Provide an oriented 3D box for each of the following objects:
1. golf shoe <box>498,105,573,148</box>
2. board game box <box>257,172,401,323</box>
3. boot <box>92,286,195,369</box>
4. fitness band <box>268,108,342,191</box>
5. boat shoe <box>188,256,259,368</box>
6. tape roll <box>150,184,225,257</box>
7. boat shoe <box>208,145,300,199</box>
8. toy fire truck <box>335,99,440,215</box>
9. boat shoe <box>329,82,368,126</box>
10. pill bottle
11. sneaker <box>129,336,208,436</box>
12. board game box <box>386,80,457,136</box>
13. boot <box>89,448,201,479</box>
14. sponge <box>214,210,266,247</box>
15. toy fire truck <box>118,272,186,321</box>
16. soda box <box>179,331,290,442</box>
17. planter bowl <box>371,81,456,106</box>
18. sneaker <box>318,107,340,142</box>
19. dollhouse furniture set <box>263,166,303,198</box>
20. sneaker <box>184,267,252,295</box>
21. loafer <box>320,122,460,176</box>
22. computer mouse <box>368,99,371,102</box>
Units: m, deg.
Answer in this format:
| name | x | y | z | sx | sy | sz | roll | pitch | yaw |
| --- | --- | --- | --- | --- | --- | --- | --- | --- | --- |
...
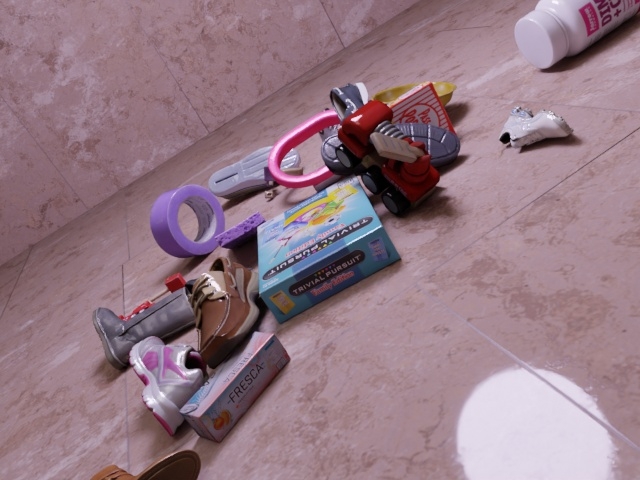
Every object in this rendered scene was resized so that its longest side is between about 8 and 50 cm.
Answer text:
| name | x | y | z | sx | sy | sz | roll | pitch | yaw |
| --- | --- | --- | --- | --- | --- | --- | --- | --- | --- |
| golf shoe | 0.416 | -0.208 | 1.243 | 0.086 | 0.069 | 0.176 | -53 | 20 | 1 |
| board game box | 0.000 | 0.000 | 1.288 | 0.254 | 0.079 | 0.336 | -29 | 22 | 6 |
| boot | -0.381 | 0.164 | 1.394 | 0.208 | 0.076 | 0.189 | -39 | 54 | -1 |
| fitness band | -0.003 | -0.243 | 1.708 | 0.291 | 0.054 | 0.209 | -34 | 54 | -8 |
| boat shoe | -0.187 | 0.119 | 1.164 | 0.122 | 0.120 | 0.324 | -49 | 11 | 11 |
| tape roll | -0.351 | -0.050 | 1.699 | 0.080 | 0.189 | 0.189 | -11 | 30 | 40 |
| boat shoe | -0.196 | -0.206 | 1.952 | 0.302 | 0.109 | 0.094 | -16 | -17 | 15 |
| toy fire truck | 0.123 | -0.181 | 1.222 | 0.158 | 0.217 | 0.246 | -38 | -18 | -16 |
| boat shoe | 0.094 | -0.299 | 1.627 | 0.091 | 0.114 | 0.302 | -9 | 39 | -7 |
| pill bottle | 0.622 | -0.545 | 1.535 | 0.283 | 0.160 | 0.160 | -35 | 22 | -7 |
| sneaker | -0.252 | 0.232 | 1.112 | 0.111 | 0.103 | 0.252 | -34 | 30 | -12 |
| board game box | 0.201 | -0.257 | 1.485 | 0.194 | 0.146 | 0.045 | -33 | 21 | -2 |
| boot | -0.273 | 0.351 | 0.910 | 0.197 | 0.073 | 0.152 | -37 | 18 | -21 |
| sponge | -0.186 | -0.022 | 1.536 | 0.117 | 0.031 | 0.210 | -32 | -1 | -3 |
| toy fire truck | -0.411 | 0.162 | 1.515 | 0.192 | 0.047 | 0.135 | -28 | 22 | 11 |
| soda box | -0.132 | 0.226 | 1.007 | 0.063 | 0.058 | 0.183 | -4 | 33 | 48 |
| planter bowl | 0.244 | -0.340 | 1.648 | 0.217 | 0.090 | 0.217 | -8 | 23 | 3 |
| sneaker | 0.057 | -0.319 | 1.818 | 0.086 | 0.132 | 0.229 | -44 | 25 | -28 |
| dollhouse furniture set | -0.108 | -0.171 | 1.848 | 0.114 | 0.090 | 0.081 | -5 | 5 | -8 |
| sneaker | -0.225 | 0.092 | 1.427 | 0.170 | 0.051 | 0.089 | 2 | 39 | 46 |
| loafer | 0.155 | -0.192 | 1.420 | 0.303 | 0.095 | 0.109 | -1 | 65 | 9 |
| computer mouse | 0.186 | -0.381 | 1.883 | 0.272 | 0.072 | 0.188 | -17 | 21 | 3 |
